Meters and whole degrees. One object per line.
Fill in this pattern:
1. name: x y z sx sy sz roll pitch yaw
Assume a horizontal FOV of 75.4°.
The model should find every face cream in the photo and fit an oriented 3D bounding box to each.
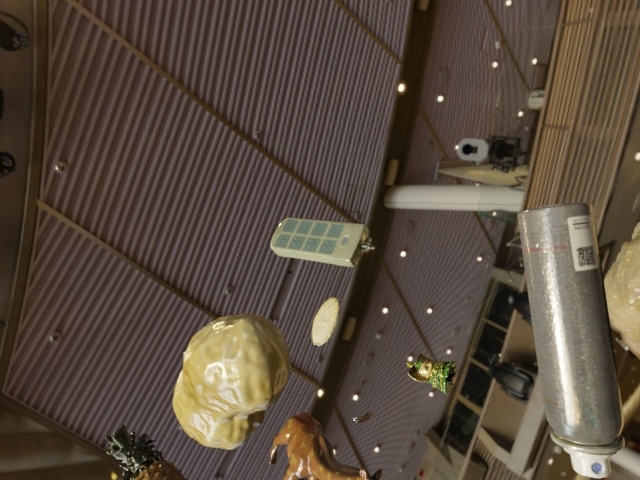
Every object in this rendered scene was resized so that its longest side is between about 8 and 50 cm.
1. face cream: 0.269 0.101 0.443 0.073 0.073 0.284 -4 -94 -41

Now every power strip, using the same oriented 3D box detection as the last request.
1. power strip: 0.000 0.000 0.764 0.029 0.226 0.080 54 -127 -44

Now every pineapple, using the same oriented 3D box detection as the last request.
1. pineapple: -0.433 0.564 1.018 0.128 0.248 0.128 -37 -32 -29

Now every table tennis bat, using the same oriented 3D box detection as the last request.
1. table tennis bat: 0.113 0.477 1.112 0.050 0.007 0.083 -43 -36 14

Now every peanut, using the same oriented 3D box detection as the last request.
1. peanut: -0.126 0.196 0.574 0.149 0.149 0.313 -16 -30 -37

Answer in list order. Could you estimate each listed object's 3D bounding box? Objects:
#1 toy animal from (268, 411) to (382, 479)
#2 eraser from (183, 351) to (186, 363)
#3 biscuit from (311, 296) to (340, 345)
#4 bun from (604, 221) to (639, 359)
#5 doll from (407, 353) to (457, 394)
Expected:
1. toy animal: -0.004 0.327 0.588 0.066 0.224 0.230 19 -67 -23
2. eraser: -0.307 0.308 0.991 0.038 0.019 0.083 4 -103 -37
3. biscuit: 0.014 0.235 1.209 0.020 0.152 0.152 27 -92 -20
4. bun: 0.555 0.109 0.609 0.281 0.281 0.205 6 -54 -43
5. doll: 0.257 0.309 0.948 0.078 0.113 0.077 -36 -70 -46
